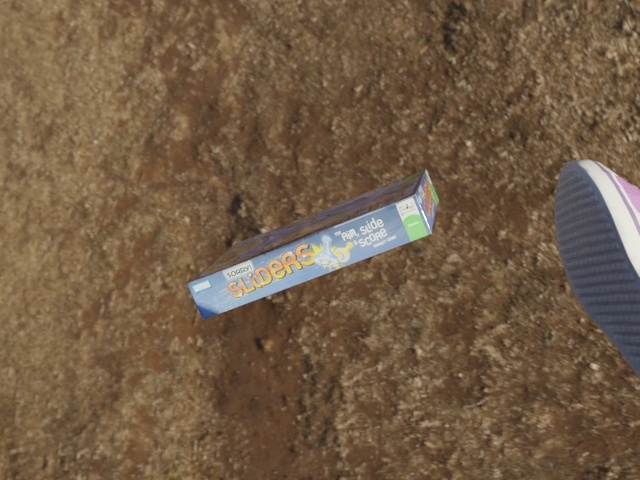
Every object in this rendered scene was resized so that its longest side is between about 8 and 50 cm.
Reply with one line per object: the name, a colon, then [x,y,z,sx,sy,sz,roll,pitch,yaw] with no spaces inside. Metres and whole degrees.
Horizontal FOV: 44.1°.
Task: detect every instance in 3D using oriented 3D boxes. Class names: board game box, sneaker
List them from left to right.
board game box: [0.000,0.000,0.679,0.201,0.136,0.035,-21,99,14]
sneaker: [0.316,0.035,0.668,0.161,0.102,0.282,-9,51,-13]
